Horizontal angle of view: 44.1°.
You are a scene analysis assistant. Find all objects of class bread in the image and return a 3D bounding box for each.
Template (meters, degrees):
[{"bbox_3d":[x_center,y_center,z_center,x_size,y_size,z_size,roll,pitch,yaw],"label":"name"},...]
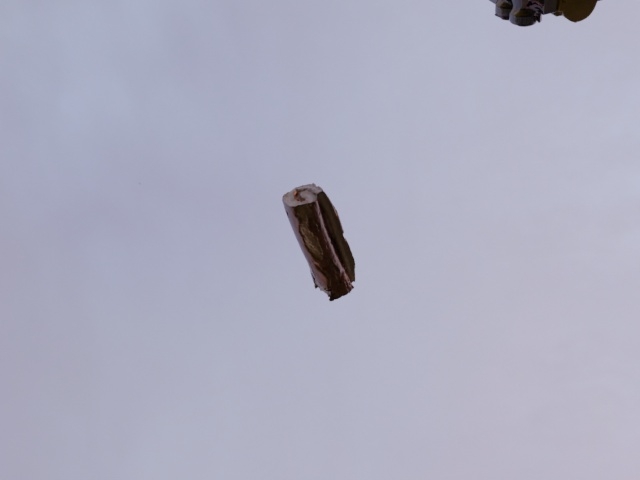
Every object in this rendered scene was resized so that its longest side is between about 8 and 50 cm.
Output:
[{"bbox_3d":[0.000,0.000,0.604,0.036,0.047,0.083,-23,-71,-11],"label":"bread"}]

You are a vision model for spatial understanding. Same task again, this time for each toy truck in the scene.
[{"bbox_3d":[0.155,-0.201,0.595,0.062,0.123,0.052,-13,-54,-13],"label":"toy truck"}]
